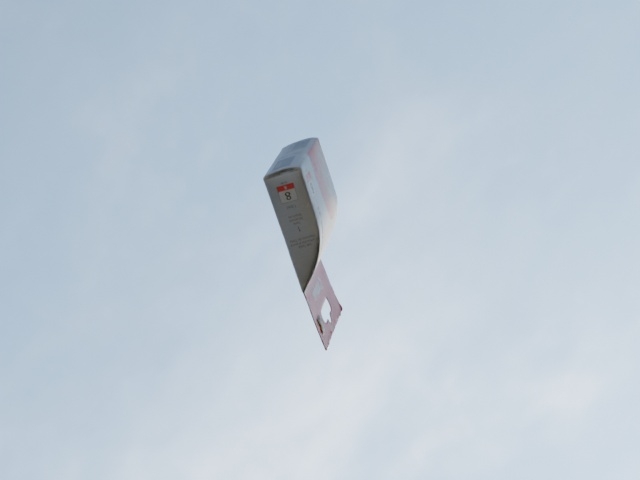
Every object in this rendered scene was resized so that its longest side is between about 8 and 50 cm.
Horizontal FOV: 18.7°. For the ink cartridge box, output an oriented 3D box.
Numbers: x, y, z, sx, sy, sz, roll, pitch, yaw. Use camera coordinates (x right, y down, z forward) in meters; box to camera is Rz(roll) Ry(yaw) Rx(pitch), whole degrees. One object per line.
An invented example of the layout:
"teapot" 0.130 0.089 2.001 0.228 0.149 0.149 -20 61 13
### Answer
"ink cartridge box" 0.000 0.000 1.883 0.045 0.145 0.179 -20 -79 11
